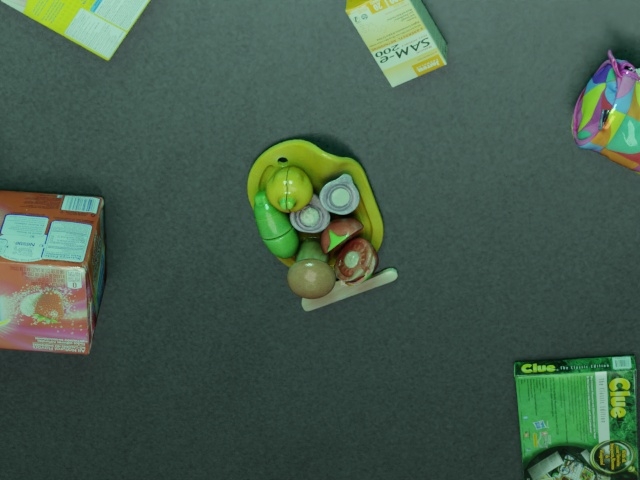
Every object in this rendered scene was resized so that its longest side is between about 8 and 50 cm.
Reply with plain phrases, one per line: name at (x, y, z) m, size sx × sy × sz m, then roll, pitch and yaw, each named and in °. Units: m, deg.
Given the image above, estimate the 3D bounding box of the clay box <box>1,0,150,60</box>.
clay box at (-0.263, -0.278, 1.728) m, size 0.222 × 0.053 × 0.127 m, roll 30°, pitch 124°, yaw -16°

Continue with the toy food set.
toy food set at (0.000, 0.000, 1.909) m, size 0.128 × 0.071 × 0.218 m, roll -14°, pitch 125°, yaw 14°

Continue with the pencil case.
pencil case at (0.361, -0.096, 1.794) m, size 0.236 × 0.104 × 0.104 m, roll 22°, pitch 126°, yaw -14°

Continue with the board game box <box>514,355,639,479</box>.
board game box at (0.297, 0.240, 2.098) m, size 0.136 × 0.030 × 0.259 m, roll -2°, pitch 127°, yaw 8°

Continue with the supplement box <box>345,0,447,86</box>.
supplement box at (0.074, -0.204, 1.769) m, size 0.062 × 0.036 × 0.098 m, roll -22°, pitch 123°, yaw 20°

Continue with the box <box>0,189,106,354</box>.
box at (-0.359, 0.029, 1.922) m, size 0.257 × 0.128 × 0.122 m, roll 4°, pitch 127°, yaw 1°
